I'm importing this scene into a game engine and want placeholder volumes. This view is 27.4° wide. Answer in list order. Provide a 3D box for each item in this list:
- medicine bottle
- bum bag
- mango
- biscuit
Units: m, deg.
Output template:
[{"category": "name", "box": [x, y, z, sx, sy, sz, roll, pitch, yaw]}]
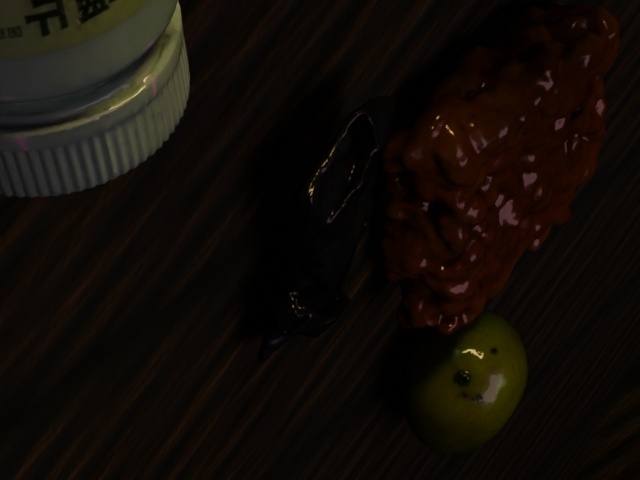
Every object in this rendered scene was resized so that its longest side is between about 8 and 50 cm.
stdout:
[{"category": "medicine bottle", "box": [-0.151, -0.180, 0.602, 0.158, 0.158, 0.318, -42, 150, -28]}, {"category": "bum bag", "box": [0.000, 0.000, 1.167, 0.137, 0.074, 0.310, -51, 162, -39]}, {"category": "mango", "box": [0.177, 0.179, 1.620, 0.175, 0.143, 0.293, -58, 165, -12]}, {"category": "biscuit", "box": [0.186, -0.082, 1.362, 0.318, 0.111, 0.312, -41, 148, -30]}]
